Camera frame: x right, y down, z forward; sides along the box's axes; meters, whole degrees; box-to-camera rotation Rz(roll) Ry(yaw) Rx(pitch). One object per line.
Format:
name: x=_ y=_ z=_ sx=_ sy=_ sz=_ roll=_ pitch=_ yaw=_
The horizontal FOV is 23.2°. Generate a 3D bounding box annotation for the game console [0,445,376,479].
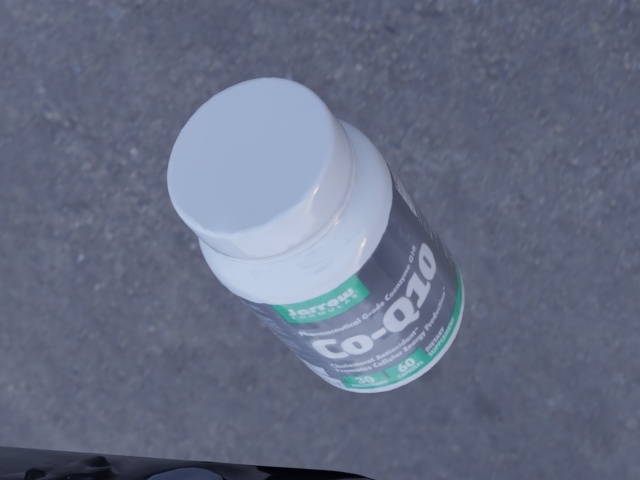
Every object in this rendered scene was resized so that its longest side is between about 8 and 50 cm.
game console: x=-0.182 y=0.158 z=0.619 sx=0.342 sy=0.386 sz=0.060 roll=4 pitch=103 yaw=31

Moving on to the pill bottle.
pill bottle: x=0.000 y=0.000 z=1.579 sx=0.204 sy=0.204 sz=0.361 roll=2 pitch=155 yaw=26
